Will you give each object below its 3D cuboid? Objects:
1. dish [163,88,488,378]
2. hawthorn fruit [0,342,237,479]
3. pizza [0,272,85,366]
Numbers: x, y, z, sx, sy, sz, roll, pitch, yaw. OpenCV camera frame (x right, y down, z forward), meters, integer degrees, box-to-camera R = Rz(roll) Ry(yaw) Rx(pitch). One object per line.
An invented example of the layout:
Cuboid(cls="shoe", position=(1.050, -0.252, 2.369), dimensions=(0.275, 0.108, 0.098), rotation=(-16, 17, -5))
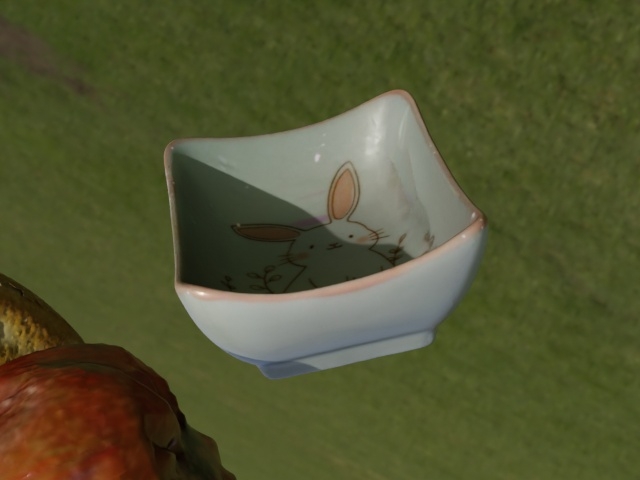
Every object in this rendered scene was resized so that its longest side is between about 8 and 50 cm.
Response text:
Cuboid(cls="dish", position=(0.000, 0.000, 0.742), dimensions=(0.212, 0.151, 0.077), rotation=(-109, 6, -64))
Cuboid(cls="hawthorn fruit", position=(-0.123, 0.139, 0.646), dimensions=(0.173, 0.179, 0.173), rotation=(35, 158, 17))
Cuboid(cls="pizza", position=(-0.200, 0.090, 0.709), dimensions=(0.185, 0.176, 0.036), rotation=(5, -177, -44))
